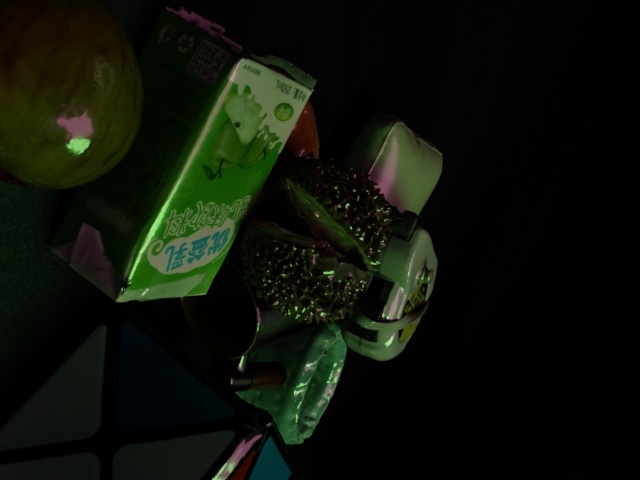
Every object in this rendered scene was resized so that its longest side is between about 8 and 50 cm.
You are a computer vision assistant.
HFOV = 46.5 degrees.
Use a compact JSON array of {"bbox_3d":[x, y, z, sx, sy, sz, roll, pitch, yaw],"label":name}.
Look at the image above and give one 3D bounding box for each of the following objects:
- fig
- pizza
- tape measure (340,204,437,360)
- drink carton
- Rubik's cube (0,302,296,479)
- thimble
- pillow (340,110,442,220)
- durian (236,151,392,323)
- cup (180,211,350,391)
[{"bbox_3d":[-0.183,-0.162,0.528,0.151,0.151,0.259,63,38,-65],"label":"fig"},{"bbox_3d":[-0.081,-0.090,0.885,0.194,0.069,0.154,-43,155,-17],"label":"pizza"},{"bbox_3d":[0.102,0.078,1.101,0.197,0.120,0.236,-66,159,-10],"label":"tape measure"},{"bbox_3d":[-0.132,-0.077,0.739,0.271,0.108,0.161,-62,157,11],"label":"drink carton"},{"bbox_3d":[-0.202,0.261,0.864,0.246,0.250,0.248,-49,154,-19],"label":"Rubik's cube"},{"bbox_3d":[-0.056,0.214,1.202,0.198,0.143,0.235,-24,134,-63],"label":"thimble"},{"bbox_3d":[0.067,-0.037,1.190,0.322,0.120,0.255,-58,155,10],"label":"pillow"},{"bbox_3d":[0.000,0.000,0.850,0.196,0.167,0.196,-26,137,-27],"label":"durian"},{"bbox_3d":[-0.063,0.095,0.983,0.177,0.166,0.239,-22,100,-49],"label":"cup"}]
